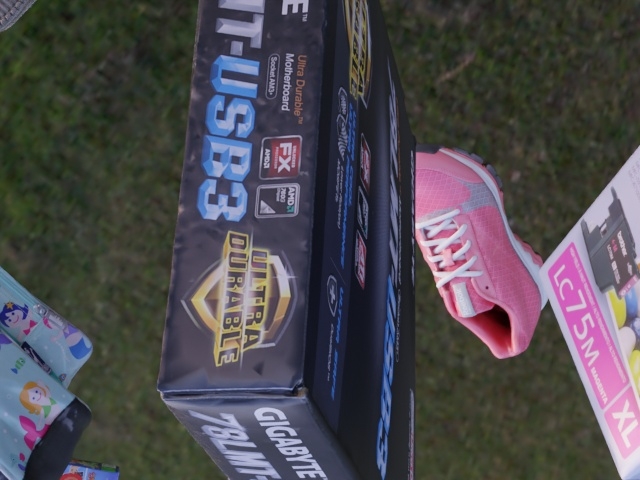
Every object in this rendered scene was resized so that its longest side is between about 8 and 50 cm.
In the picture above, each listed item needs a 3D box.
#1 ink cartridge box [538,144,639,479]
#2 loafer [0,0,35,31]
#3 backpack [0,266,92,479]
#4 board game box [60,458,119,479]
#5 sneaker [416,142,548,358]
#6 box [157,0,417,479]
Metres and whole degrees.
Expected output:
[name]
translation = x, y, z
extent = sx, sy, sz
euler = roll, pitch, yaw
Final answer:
[ink cartridge box]
translation = 0.266, 0.009, 1.031
extent = 0.065, 0.185, 0.311
euler = 0, 145, -28
[loafer]
translation = -0.271, -0.248, 1.415
extent = 0.056, 0.050, 0.148
euler = 39, 95, 8
[backpack]
translation = -0.318, 0.105, 1.181
extent = 0.253, 0.191, 0.225
euler = 36, 143, -19
[board game box]
translation = -0.283, 0.311, 1.513
extent = 0.136, 0.201, 0.035
euler = 12, 180, -8
[sneaker]
translation = 0.174, 0.016, 1.791
extent = 0.116, 0.136, 0.314
euler = -19, 128, 32
[box]
translation = 0.000, 0.000, 0.808
extent = 0.073, 0.295, 0.293
euler = -4, 152, 13
